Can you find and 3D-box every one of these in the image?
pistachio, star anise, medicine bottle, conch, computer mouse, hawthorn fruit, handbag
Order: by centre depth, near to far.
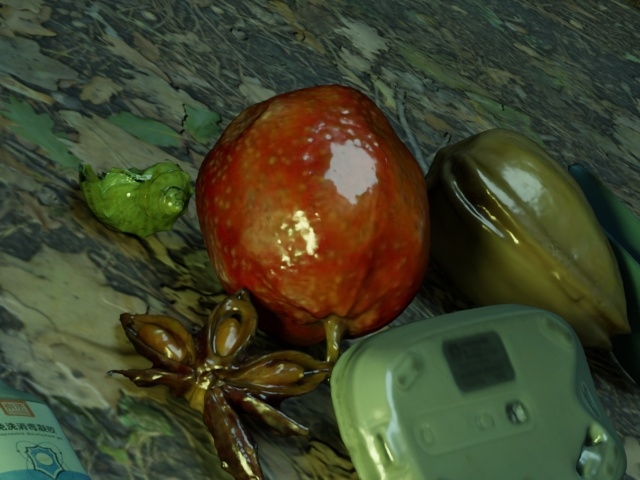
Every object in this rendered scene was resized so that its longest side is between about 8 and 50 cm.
[{"bbox_3d":[-0.197,0.132,0.985,0.090,0.053,0.208,8,33,-42],"label":"medicine bottle"},{"bbox_3d":[-0.063,0.098,1.181,0.212,0.053,0.157,35,46,28],"label":"star anise"},{"bbox_3d":[0.131,0.152,1.286,0.331,0.095,0.197,-2,63,-47],"label":"computer mouse"},{"bbox_3d":[0.000,0.000,1.304,0.205,0.205,0.253,11,54,-39],"label":"hawthorn fruit"},{"bbox_3d":[-0.161,-0.045,1.338,0.121,0.074,0.089,23,-9,38],"label":"conch"},{"bbox_3d":[0.206,0.007,1.585,0.260,0.163,0.213,51,10,-1],"label":"pistachio"},{"bbox_3d":[0.292,0.034,1.647,0.057,0.144,0.221,-16,47,-30],"label":"handbag"}]
